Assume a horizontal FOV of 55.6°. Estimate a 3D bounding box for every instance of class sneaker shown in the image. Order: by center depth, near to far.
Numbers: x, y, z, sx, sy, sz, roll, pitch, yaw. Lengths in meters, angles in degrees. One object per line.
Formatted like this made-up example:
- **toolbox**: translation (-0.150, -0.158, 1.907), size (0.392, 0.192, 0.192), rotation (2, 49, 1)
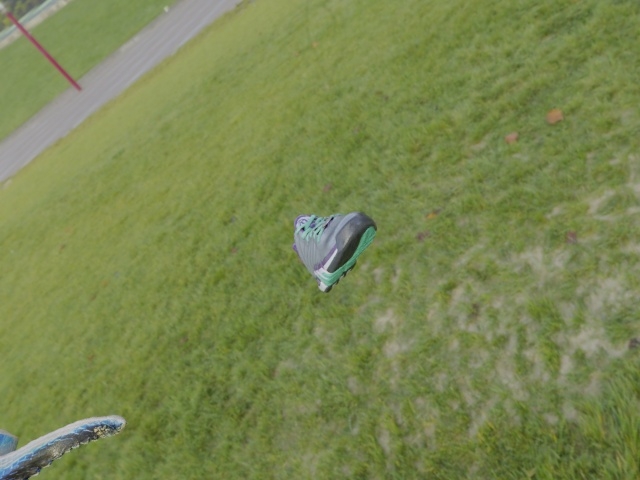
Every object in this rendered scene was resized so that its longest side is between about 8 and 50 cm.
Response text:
- **sneaker**: translation (0.000, 0.000, 0.759), size (0.083, 0.098, 0.223), rotation (-42, -8, -18)

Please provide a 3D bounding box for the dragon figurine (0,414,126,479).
- **dragon figurine**: translation (-0.255, 0.178, 0.367), size (0.290, 0.085, 0.143), rotation (-3, 57, 1)
